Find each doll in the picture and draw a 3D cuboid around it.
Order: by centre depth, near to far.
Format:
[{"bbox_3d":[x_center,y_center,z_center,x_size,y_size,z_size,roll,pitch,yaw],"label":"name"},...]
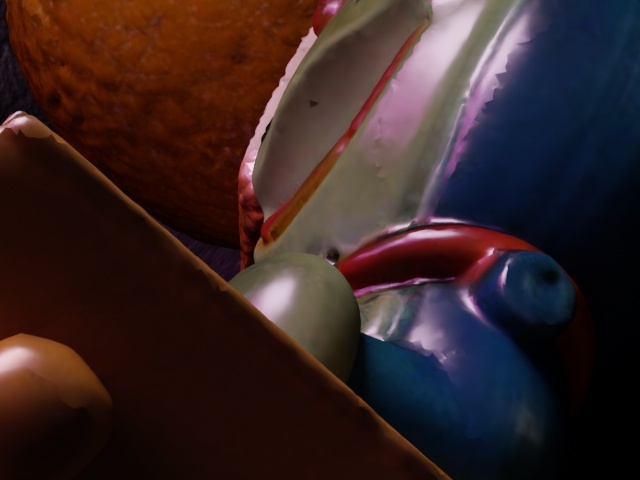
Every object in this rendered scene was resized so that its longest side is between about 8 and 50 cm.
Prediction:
[{"bbox_3d":[0.052,0.009,0.680,0.198,0.186,0.322,-47,13,52],"label":"doll"}]

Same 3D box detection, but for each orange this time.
[{"bbox_3d":[-0.007,-0.164,1.105,0.357,0.322,0.322,-40,13,-1],"label":"orange"}]

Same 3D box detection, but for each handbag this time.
[{"bbox_3d":[-0.116,0.193,0.453,0.401,0.283,0.133,-48,16,-7],"label":"handbag"}]

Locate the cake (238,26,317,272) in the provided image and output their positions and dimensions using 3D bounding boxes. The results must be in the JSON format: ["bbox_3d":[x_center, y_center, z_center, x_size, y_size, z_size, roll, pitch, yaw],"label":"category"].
[{"bbox_3d":[0.000,0.000,0.926,0.262,0.160,0.158,-35,21,47],"label":"cake"}]
